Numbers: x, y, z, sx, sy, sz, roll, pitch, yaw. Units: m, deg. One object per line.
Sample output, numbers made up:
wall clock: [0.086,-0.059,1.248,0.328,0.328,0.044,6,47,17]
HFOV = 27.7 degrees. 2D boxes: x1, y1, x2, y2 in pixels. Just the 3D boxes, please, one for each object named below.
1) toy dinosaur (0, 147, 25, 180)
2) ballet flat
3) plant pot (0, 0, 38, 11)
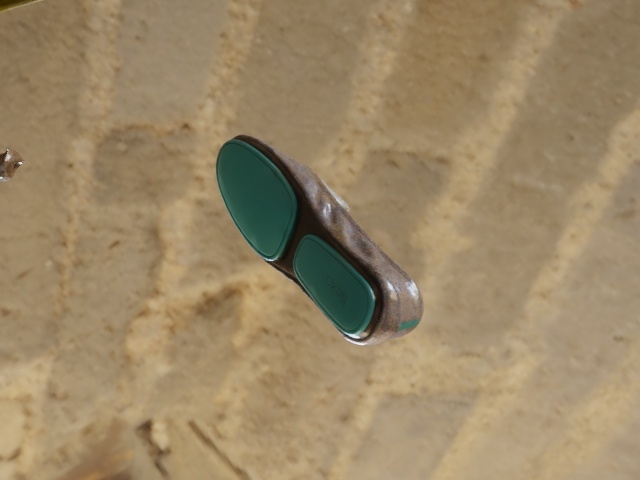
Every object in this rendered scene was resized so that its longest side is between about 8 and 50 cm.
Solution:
toy dinosaur: [-0.311,-0.068,1.105,0.064,0.211,0.112,38,-98,-47]
ballet flat: [0.000,0.000,1.372,0.106,0.316,0.108,1,-51,-42]
plant pot: [-0.329,-0.314,1.052,0.212,0.187,0.212,-20,-35,-19]
